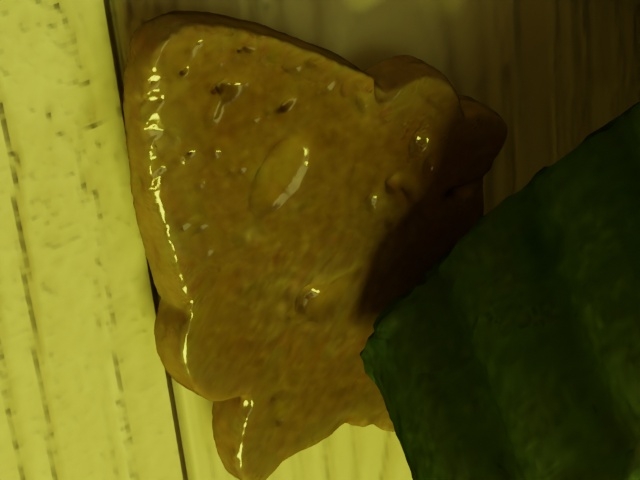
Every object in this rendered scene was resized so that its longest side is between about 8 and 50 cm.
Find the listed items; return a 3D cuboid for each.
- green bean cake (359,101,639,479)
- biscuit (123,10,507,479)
[{"bbox_3d":[0.177,0.045,0.700,0.247,0.156,0.250,-39,138,27],"label":"green bean cake"},{"bbox_3d":[0.000,0.000,0.697,0.162,0.035,0.250,-52,139,-12],"label":"biscuit"}]
